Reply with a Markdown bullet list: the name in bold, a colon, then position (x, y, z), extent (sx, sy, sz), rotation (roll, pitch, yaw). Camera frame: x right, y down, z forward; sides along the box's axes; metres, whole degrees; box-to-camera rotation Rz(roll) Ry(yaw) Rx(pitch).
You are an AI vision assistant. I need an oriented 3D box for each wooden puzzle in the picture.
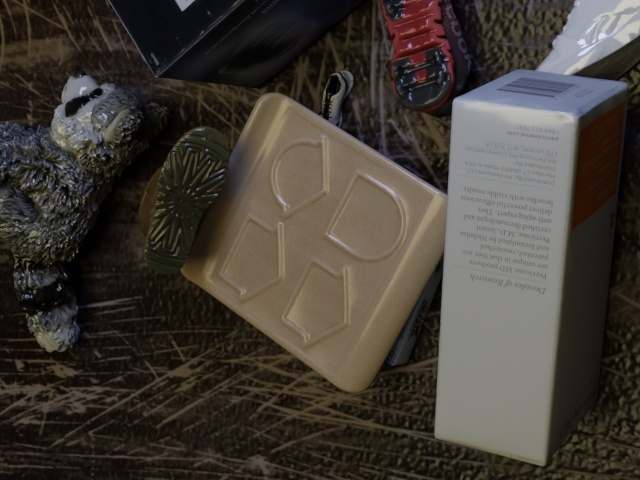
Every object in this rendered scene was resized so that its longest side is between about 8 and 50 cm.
- **wooden puzzle**: position (0.000, 0.000, 1.844), extent (0.348, 0.080, 0.322), rotation (33, 106, 19)

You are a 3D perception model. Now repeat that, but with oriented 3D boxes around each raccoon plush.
- **raccoon plush**: position (-0.368, -0.055, 2.091), extent (0.299, 0.216, 0.446), rotation (-9, 117, 15)

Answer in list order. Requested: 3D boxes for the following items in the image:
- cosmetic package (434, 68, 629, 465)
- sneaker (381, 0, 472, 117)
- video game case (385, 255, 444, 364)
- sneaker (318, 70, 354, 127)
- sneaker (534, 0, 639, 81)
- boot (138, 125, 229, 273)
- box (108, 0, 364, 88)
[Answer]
- **cosmetic package**: position (0.269, 0.027, 1.623), extent (0.162, 0.230, 0.453), rotation (12, 112, 26)
- **sneaker**: position (0.154, -0.295, 1.797), extent (0.098, 0.135, 0.276), rotation (-13, 69, 24)
- **video game case**: position (0.052, 0.019, 1.889), extent (0.270, 0.061, 0.244), rotation (26, 102, 25)
- **sneaker**: position (0.015, -0.206, 1.913), extent (0.040, 0.044, 0.109), rotation (21, 103, 24)
- **sneaker**: position (0.364, -0.309, 1.698), extent (0.292, 0.108, 0.169), rotation (-37, 68, 20)
- **boot**: position (-0.220, -0.084, 1.926), extent (0.089, 0.269, 0.236), rotation (24, 100, -14)
- **box**: position (-0.096, -0.377, 1.824), extent (0.296, 0.294, 0.182), rotation (-37, 77, 24)
